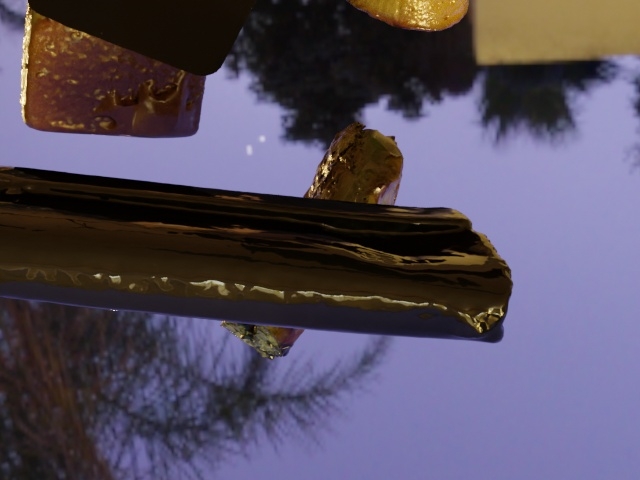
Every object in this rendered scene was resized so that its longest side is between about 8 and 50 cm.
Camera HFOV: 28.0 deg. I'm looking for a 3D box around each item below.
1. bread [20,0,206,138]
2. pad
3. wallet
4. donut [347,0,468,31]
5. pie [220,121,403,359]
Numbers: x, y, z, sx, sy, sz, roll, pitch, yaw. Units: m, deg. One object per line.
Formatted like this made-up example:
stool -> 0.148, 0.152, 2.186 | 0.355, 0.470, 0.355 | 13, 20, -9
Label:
bread -> -0.267, -0.227, 1.663 | 0.234, 0.184, 0.110 | 1, -143, -17
pad -> -0.242, -0.223, 1.534 | 0.250, 0.323, 0.055 | 22, 173, 3
wallet -> -0.083, 0.000, 0.908 | 0.406, 0.062, 0.228 | 7, -164, -8
donut -> 0.096, -0.308, 1.441 | 0.162, 0.065, 0.178 | 15, -141, -3
pie -> 0.000, 0.000, 1.473 | 0.103, 0.355, 0.288 | 32, -100, -3
